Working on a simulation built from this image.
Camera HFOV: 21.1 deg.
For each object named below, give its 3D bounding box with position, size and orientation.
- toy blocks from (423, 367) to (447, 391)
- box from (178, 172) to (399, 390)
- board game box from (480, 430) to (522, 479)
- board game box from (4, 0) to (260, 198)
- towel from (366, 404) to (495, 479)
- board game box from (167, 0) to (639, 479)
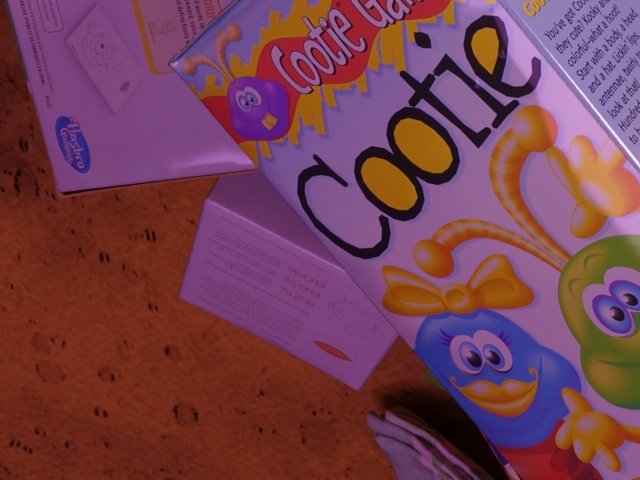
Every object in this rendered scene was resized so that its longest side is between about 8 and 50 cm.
[{"bbox_3d":[0.261,0.025,0.875,0.381,0.191,0.261,23,127,20],"label":"toy blocks"},{"bbox_3d":[0.000,0.000,1.001,0.130,0.091,0.170,27,158,0],"label":"box"},{"bbox_3d":[0.168,0.104,0.841,0.147,0.045,0.193,-31,90,32],"label":"board game box"},{"bbox_3d":[-0.005,-0.155,0.806,0.317,0.064,0.242,-5,109,22],"label":"board game box"},{"bbox_3d":[0.155,0.264,1.129,0.325,0.038,0.248,38,157,49],"label":"towel"},{"bbox_3d":[0.101,-0.028,0.687,0.275,0.144,0.142,50,132,-6],"label":"board game box"}]
